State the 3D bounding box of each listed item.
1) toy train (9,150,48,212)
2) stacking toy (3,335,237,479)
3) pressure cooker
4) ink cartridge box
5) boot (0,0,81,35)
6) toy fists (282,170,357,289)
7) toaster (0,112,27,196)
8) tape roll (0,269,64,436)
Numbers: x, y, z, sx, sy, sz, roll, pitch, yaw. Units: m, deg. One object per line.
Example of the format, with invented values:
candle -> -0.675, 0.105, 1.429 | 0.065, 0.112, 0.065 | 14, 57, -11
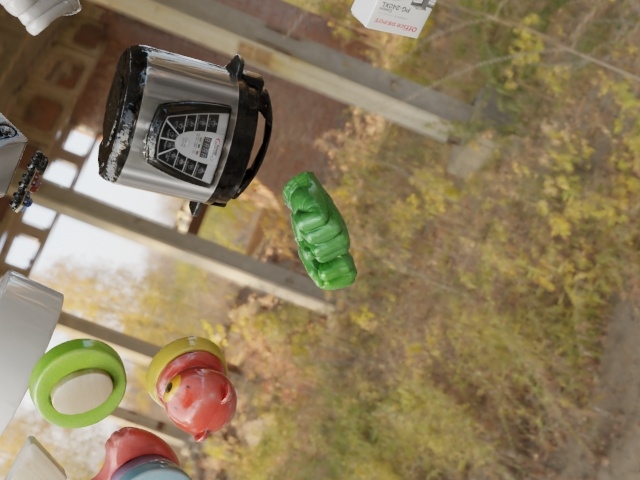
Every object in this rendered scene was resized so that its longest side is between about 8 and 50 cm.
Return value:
toy train -> -0.542, -0.108, 1.698 | 0.027, 0.036, 0.158 | -35, 32, 34
stacking toy -> -0.270, 0.285, 1.260 | 0.130, 0.280, 0.308 | 40, 113, 56
pressure cooker -> -0.333, -0.289, 2.343 | 0.370, 0.421, 0.375 | 138, 139, -55
ink cartridge box -> 0.130, -0.401, 1.423 | 0.063, 0.109, 0.150 | 59, 134, 42
boot -> -0.422, -0.411, 1.431 | 0.095, 0.123, 0.258 | -21, 26, 32
toy fists -> 0.000, 0.000, 1.691 | 0.096, 0.142, 0.279 | -29, -31, -10
toaster -> -0.715, -0.183, 1.877 | 0.110, 0.168, 0.185 | -21, -31, -55
tape roll -> -0.529, 0.193, 1.489 | 0.286, 0.100, 0.286 | -51, 23, 31
